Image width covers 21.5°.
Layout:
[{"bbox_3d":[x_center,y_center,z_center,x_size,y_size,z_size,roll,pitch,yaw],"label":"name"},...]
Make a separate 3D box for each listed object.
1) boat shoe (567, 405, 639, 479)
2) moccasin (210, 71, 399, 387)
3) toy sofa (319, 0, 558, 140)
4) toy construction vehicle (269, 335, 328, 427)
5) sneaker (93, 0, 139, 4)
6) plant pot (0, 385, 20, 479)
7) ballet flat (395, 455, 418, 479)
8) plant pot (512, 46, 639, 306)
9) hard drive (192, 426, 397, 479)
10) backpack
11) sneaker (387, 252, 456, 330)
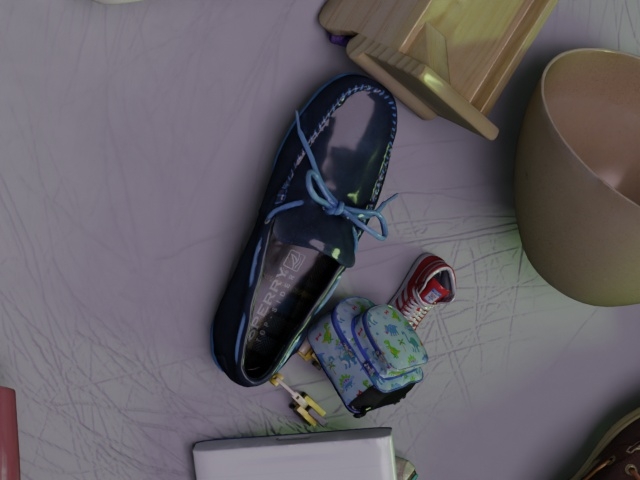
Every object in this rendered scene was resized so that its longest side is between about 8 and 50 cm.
[{"bbox_3d":[0.332,0.296,1.869,0.342,0.123,0.123,-34,109,2],"label":"boat shoe"},{"bbox_3d":[0.000,0.000,1.719,0.138,0.117,0.342,17,100,-17],"label":"moccasin"},{"bbox_3d":[0.176,-0.303,1.747,0.150,0.177,0.362,34,87,-46],"label":"toy sofa"},{"bbox_3d":[0.003,0.154,1.809,0.086,0.035,0.098,-45,110,-7],"label":"toy construction vehicle"},{"bbox_3d":[-0.074,-0.331,1.645,0.350,0.131,0.148,-13,108,-16],"label":"sneaker"},{"bbox_3d":[-0.370,0.223,1.619,0.201,0.201,0.180,11,81,-20],"label":"plant pot"},{"bbox_3d":[0.048,0.311,1.852,0.052,0.057,0.168,29,85,8],"label":"ballet flat"},{"bbox_3d":[0.316,-0.040,1.784,0.284,0.284,0.191,12,130,-21],"label":"plant pot"},{"bbox_3d":[-0.012,0.362,1.800,0.210,0.040,0.318,-5,102,6],"label":"hard drive"},{"bbox_3d":[0.051,0.113,1.770,0.084,0.105,0.114,-45,72,29],"label":"backpack"},{"bbox_3d":[0.105,0.072,1.813,0.042,0.067,0.118,25,91,-21],"label":"sneaker"}]
